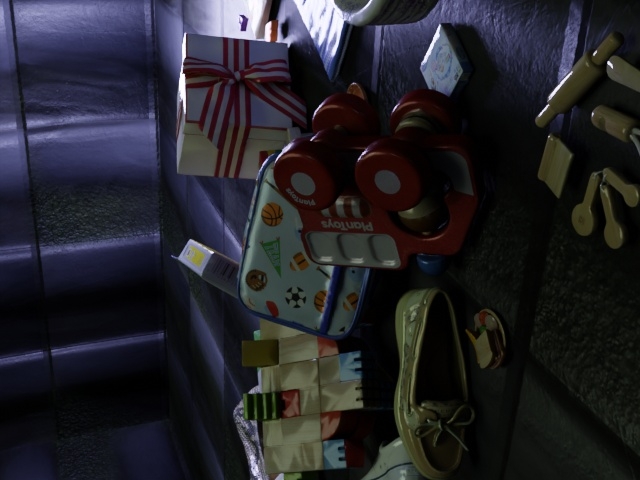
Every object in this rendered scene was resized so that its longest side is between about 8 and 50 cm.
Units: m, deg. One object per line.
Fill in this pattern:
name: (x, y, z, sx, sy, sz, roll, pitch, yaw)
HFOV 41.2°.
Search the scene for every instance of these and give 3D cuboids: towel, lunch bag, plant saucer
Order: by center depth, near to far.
lunch bag: (0.000, 0.000, 1.410, 0.115, 0.243, 0.304, -22, -52, -69)
plant saucer: (0.066, -0.235, 1.499, 0.083, 0.013, 0.084, 172, 90, -71)
towel: (-0.009, -0.496, 1.582, 0.243, 0.040, 0.336, 107, 149, -50)

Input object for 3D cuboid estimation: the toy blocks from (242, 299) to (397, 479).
toy blocks: (0.019, 0.265, 1.532, 0.260, 0.190, 0.382, -16, 70, 38)

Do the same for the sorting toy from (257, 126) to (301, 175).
sorting toy: (-0.070, -0.038, 1.648, 0.255, 0.089, 0.257, 97, 163, -52)

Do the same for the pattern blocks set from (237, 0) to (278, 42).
pattern blocks set: (-0.138, -0.559, 1.929, 0.325, 0.026, 0.286, 128, 131, -63)

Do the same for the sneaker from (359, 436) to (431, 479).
sneaker: (0.128, 0.394, 1.468, 0.258, 0.094, 0.091, 128, 149, -58)

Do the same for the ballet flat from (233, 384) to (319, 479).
ballet flat: (-0.089, 0.528, 2.020, 0.182, 0.164, 0.483, -59, 36, 29)

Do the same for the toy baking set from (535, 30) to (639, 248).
toy baking set: (0.305, -0.107, 0.873, 0.256, 0.030, 0.197, 116, 139, -57)

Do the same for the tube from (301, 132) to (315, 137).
tube: (-0.022, -0.115, 1.744, 0.080, 0.052, 0.207, -111, 13, -77)

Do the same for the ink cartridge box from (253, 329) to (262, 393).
ink cartridge box: (-0.044, 0.307, 1.839, 0.278, 0.117, 0.202, -168, 72, -69)

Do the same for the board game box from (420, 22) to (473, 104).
board game box: (0.175, -0.239, 1.189, 0.090, 0.020, 0.090, 113, 144, -55)

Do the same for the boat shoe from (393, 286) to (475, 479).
boat shoe: (0.166, 0.210, 1.247, 0.089, 0.104, 0.285, 156, 106, -72)

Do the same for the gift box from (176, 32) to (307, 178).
gift box: (-0.179, -0.273, 1.825, 0.258, 0.255, 0.277, 118, 146, -61)

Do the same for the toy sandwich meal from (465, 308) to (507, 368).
toy sandwich meal: (0.226, 0.136, 1.164, 0.085, 0.029, 0.086, 173, 90, -70)

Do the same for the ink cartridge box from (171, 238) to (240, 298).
ink cartridge box: (-0.150, 0.097, 1.826, 0.072, 0.303, 0.307, -61, 22, -1)

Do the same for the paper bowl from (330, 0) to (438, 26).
paper bowl: (0.104, -0.432, 1.132, 0.284, 0.148, 0.284, 173, 90, -69)

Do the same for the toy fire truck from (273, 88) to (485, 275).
toy fire truck: (0.090, -0.063, 1.213, 0.302, 0.169, 0.254, 3, 129, 29)
